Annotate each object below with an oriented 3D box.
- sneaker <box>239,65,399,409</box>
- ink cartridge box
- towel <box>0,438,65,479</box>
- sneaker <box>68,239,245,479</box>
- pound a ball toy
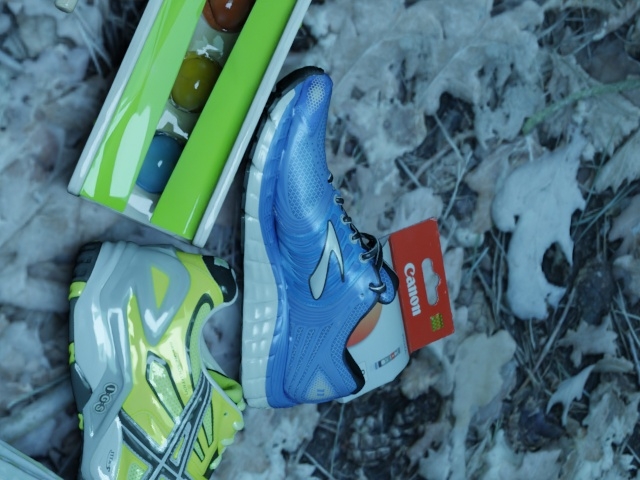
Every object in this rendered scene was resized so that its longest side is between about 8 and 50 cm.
[{"bbox_3d":[0.000,0.000,1.098,0.147,0.130,0.330,1,109,0],"label":"sneaker"},{"bbox_3d":[0.073,0.072,1.235,0.179,0.045,0.145,-20,111,-25],"label":"ink cartridge box"},{"bbox_3d":[-0.342,0.302,0.863,0.321,0.090,0.374,29,72,10],"label":"towel"},{"bbox_3d":[-0.138,0.191,1.040,0.147,0.145,0.384,-2,105,-4],"label":"sneaker"},{"bbox_3d":[-0.135,-0.178,1.017,0.208,0.136,0.319,23,87,-9],"label":"pound a ball toy"}]
